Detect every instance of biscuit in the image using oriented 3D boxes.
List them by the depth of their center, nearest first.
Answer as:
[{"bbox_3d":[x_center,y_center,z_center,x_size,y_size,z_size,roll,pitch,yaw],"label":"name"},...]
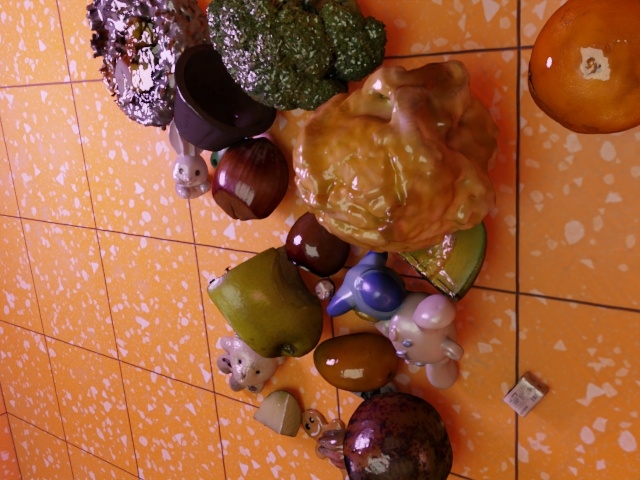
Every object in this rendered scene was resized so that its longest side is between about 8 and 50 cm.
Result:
[{"bbox_3d":[0.034,0.567,1.819,0.240,0.035,0.158,38,122,22],"label":"biscuit"}]

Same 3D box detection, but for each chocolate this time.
[{"bbox_3d":[0.000,0.000,1.588,0.176,0.176,0.177,13,113,34],"label":"chocolate"}]

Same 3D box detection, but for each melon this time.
[{"bbox_3d":[0.269,0.011,1.393,0.169,0.129,0.265,-47,49,2],"label":"melon"}]

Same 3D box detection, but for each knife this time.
[{"bbox_3d":[-0.221,-0.284,1.735,0.063,0.034,0.260,50,126,15],"label":"knife"}]

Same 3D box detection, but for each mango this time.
[{"bbox_3d":[0.083,0.300,1.603,0.221,0.152,0.120,-7,131,19],"label":"mango"}]

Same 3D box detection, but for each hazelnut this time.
[{"bbox_3d":[-0.174,-0.156,1.663,0.212,0.181,0.181,22,146,32],"label":"hazelnut"}]

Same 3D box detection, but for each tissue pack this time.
[{"bbox_3d":[0.444,0.333,1.412,0.062,0.042,0.083,39,125,19],"label":"tissue pack"}]

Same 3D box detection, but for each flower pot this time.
[{"bbox_3d":[-0.260,-0.328,1.604,0.166,0.269,0.269,-38,80,45],"label":"flower pot"}]

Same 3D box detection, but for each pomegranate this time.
[{"bbox_3d":[0.136,0.497,1.555,0.340,0.285,0.285,-10,99,35],"label":"pomegranate"}]

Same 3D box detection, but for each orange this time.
[{"bbox_3d":[0.467,-0.292,1.072,0.240,0.240,0.240,13,113,34],"label":"orange"}]

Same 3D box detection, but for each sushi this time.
[{"bbox_3d":[-0.452,-0.491,1.747,0.417,0.176,0.418,14,115,33],"label":"sushi"}]

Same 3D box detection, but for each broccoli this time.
[{"bbox_3d":[-0.067,-0.434,1.400,0.413,0.321,0.310,16,106,52],"label":"broccoli"}]

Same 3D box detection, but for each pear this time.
[{"bbox_3d":[-0.105,0.166,1.653,0.176,0.286,0.282,-34,83,21],"label":"pear"}]

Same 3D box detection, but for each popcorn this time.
[{"bbox_3d":[0.152,-0.146,1.268,0.390,0.354,0.344,-27,82,21],"label":"popcorn"}]

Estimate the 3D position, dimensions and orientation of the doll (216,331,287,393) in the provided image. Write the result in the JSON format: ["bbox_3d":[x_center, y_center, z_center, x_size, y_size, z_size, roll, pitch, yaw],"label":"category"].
[{"bbox_3d":[-0.229,0.369,1.900,0.175,0.149,0.278,30,143,-11],"label":"doll"}]

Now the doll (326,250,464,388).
[{"bbox_3d":[0.156,0.159,1.437,0.365,0.187,0.376,36,144,30],"label":"doll"}]

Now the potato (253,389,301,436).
[{"bbox_3d":[-0.113,0.490,1.901,0.149,0.081,0.120,9,80,53],"label":"potato"}]

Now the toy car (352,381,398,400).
[{"bbox_3d":[0.106,0.361,1.679,0.204,0.056,0.095,28,119,29],"label":"toy car"}]

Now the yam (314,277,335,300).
[{"bbox_3d":[0.009,0.119,1.580,0.056,0.241,0.057,0,86,-1],"label":"yam"}]

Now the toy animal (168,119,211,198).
[{"bbox_3d":[-0.353,-0.212,1.764,0.221,0.103,0.131,94,170,-48],"label":"toy animal"}]
